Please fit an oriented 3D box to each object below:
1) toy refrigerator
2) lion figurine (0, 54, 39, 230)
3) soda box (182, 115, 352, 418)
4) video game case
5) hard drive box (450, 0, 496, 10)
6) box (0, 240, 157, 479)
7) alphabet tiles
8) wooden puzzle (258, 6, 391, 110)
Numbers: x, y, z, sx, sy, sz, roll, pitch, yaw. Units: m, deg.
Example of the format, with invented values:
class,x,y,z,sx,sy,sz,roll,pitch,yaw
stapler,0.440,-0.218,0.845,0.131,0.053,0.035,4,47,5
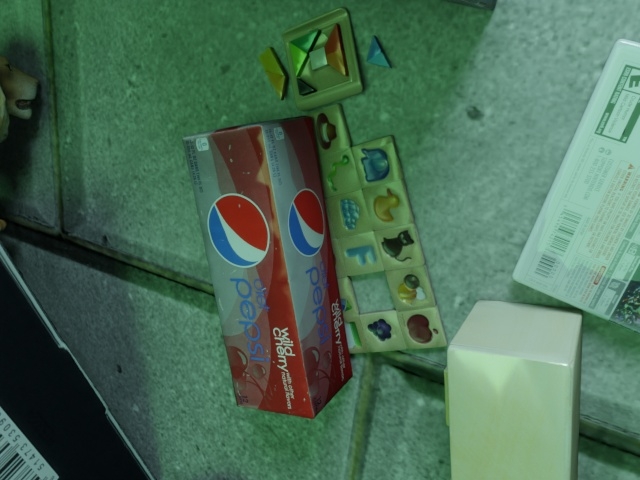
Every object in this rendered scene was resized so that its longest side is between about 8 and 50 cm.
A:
class,x,y,z,sx,sy,sz,roll,pitch,yaw
toy refrigerator,0.158,0.194,0.458,0.094,0.102,0.269,3,108,28
lion figurine,-0.513,-0.125,0.705,0.392,0.142,0.240,3,107,29
soda box,-0.043,0.024,0.516,0.092,0.083,0.263,-1,106,30
video game case,0.252,-0.021,0.386,0.173,0.022,0.190,25,115,21
hard drive box,0.000,-0.228,0.366,0.232,0.181,0.089,23,115,20
box,-0.528,0.206,0.646,0.472,0.297,0.479,9,131,29
alphabet tiles,0.000,0.000,0.540,0.198,0.009,0.237,-11,100,31
wooden puzzle,-0.001,-0.156,0.484,0.116,0.014,0.078,-18,91,31
